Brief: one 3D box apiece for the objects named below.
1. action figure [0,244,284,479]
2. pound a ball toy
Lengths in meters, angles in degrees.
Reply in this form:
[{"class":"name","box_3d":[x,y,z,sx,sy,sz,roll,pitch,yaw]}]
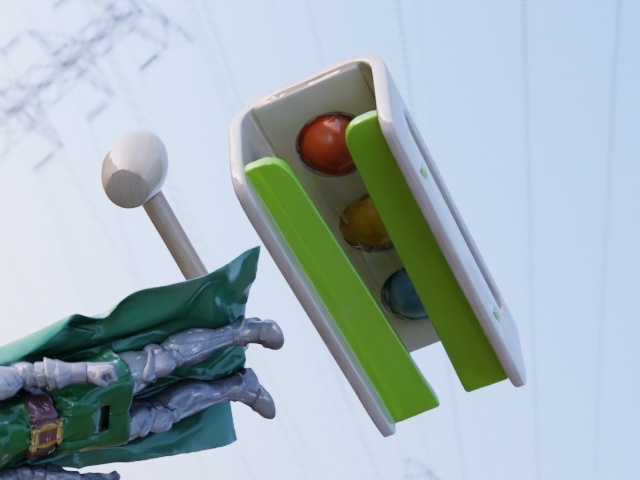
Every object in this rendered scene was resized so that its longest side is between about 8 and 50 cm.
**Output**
[{"class":"action figure","box_3d":[-0.129,0.090,0.794,0.063,0.232,0.137,35,-51,46]},{"class":"pound a ball toy","box_3d":[0.000,0.000,1.119,0.136,0.208,0.319,-94,158,-55]}]
